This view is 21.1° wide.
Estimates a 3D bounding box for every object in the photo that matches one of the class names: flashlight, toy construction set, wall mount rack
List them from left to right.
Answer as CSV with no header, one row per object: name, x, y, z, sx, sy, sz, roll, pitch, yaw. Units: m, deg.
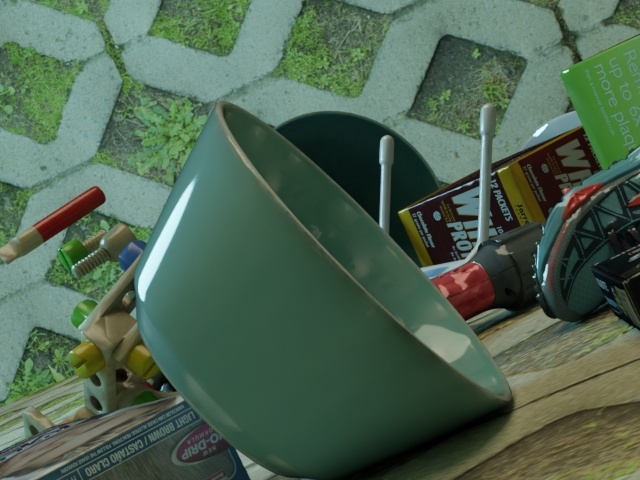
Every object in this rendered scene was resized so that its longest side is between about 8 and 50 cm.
toy construction set,-0.249,0.123,1.873,0.237,0.309,0.257,-34,-10,-25
wall mount rack,0.089,0.002,1.987,0.304,0.130,0.350,-50,20,-29
flashlight,0.104,0.067,1.709,0.304,0.103,0.103,-23,40,-19

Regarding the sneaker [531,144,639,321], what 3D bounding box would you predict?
sneaker,0.299,-0.021,1.504,0.262,0.104,0.125,-42,35,-12

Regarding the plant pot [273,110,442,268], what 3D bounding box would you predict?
plant pot,0.000,0.000,2.271,0.290,0.290,0.195,-26,-9,-27

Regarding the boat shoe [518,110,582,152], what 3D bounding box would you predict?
boat shoe,0.307,-0.078,2.229,0.102,0.108,0.301,-26,-18,-43

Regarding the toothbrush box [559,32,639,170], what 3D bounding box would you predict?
toothbrush box,0.398,-0.128,1.646,0.122,0.206,0.283,-27,3,-40

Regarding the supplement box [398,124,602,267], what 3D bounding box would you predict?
supplement box,0.241,-0.034,2.096,0.194,0.129,0.191,-23,3,46

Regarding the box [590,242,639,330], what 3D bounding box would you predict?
box,0.332,0.001,1.350,0.220,0.051,0.175,-25,2,3

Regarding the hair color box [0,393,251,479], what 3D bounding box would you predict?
hair color box,-0.216,0.223,1.474,0.174,0.105,0.347,-27,4,-31

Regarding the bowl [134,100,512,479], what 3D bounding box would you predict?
bowl,-0.021,0.059,1.291,0.163,0.311,0.311,-44,0,8
